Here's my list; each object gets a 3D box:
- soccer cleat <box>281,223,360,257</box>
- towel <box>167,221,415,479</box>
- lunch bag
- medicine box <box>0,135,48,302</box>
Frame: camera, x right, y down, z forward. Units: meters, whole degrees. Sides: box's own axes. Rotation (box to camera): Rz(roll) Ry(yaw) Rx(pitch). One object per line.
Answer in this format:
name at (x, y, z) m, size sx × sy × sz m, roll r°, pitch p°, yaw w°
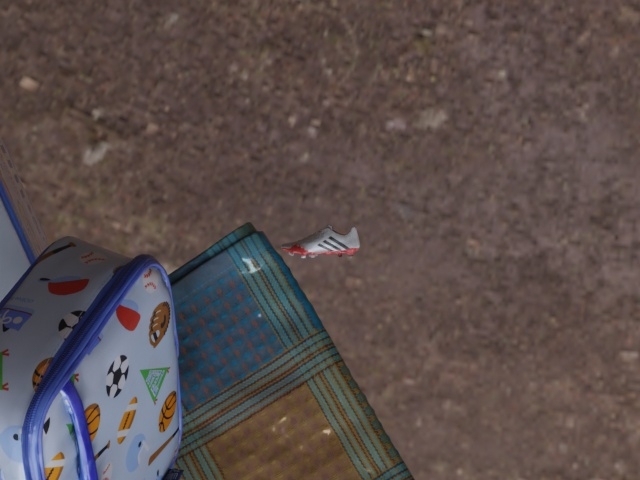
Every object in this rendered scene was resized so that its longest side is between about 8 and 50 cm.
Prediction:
soccer cleat at (0.000, 0.000, 1.497) m, size 0.083 × 0.035 × 0.029 m, roll 0°, pitch -177°, yaw 0°
towel at (-0.083, 0.199, 1.371) m, size 0.271 × 0.370 × 0.040 m, roll -33°, pitch 165°, yaw 4°
lunch bag at (-0.208, 0.167, 1.194) m, size 0.115 × 0.243 × 0.303 m, roll 12°, pitch 134°, yaw 15°
medicine box at (-0.419, -0.057, 1.570) m, size 0.149 × 0.289 × 0.263 m, roll -23°, pitch 107°, yaw -5°
